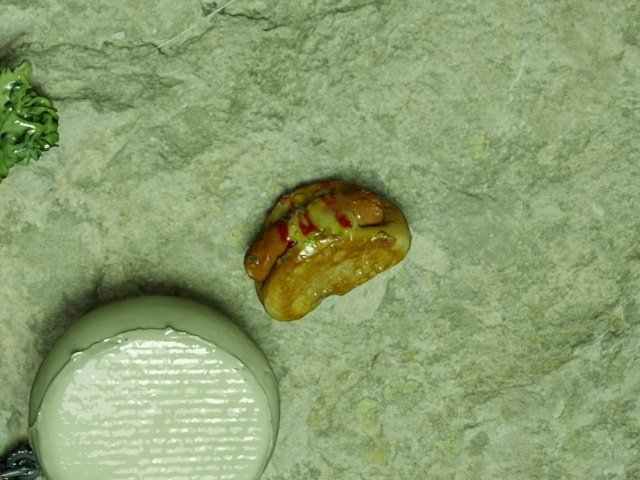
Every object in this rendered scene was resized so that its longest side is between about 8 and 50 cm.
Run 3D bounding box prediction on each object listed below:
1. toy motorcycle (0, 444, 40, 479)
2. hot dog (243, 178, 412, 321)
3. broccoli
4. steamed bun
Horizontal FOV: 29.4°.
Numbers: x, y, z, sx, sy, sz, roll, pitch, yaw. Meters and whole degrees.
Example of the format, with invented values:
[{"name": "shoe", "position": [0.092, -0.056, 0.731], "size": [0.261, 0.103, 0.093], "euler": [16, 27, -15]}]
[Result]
[{"name": "toy motorcycle", "position": [-0.515, 0.414, 1.964], "size": [0.118, 0.084, 0.212], "euler": [7, 116, -20]}, {"name": "hot dog", "position": [0.000, 0.000, 1.837], "size": [0.257, 0.150, 0.153], "euler": [-29, 124, 4]}, {"name": "broccoli", "position": [-0.502, -0.148, 1.635], "size": [0.248, 0.246, 0.288], "euler": [45, 71, -19]}, {"name": "steamed bun", "position": [-0.248, 0.250, 1.845], "size": [0.375, 0.241, 0.374], "euler": [-2, 108, -6]}]
